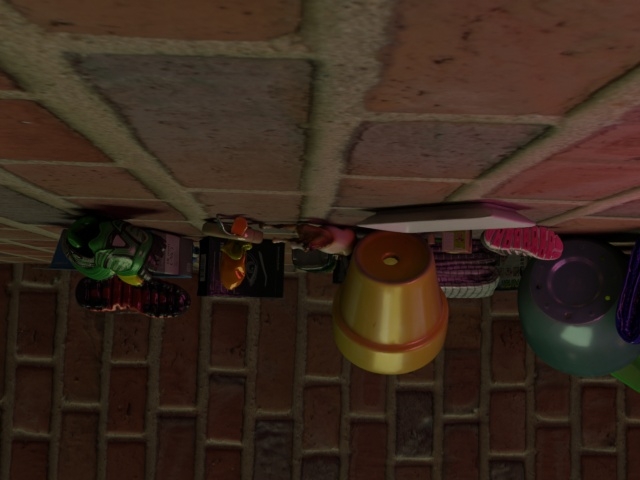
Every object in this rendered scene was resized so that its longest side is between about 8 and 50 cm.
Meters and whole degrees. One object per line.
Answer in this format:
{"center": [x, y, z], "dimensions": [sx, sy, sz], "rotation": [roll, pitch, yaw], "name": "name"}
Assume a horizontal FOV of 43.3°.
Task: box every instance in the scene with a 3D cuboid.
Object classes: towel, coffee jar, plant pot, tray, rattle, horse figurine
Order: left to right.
{"center": [-0.183, 0.024, 1.605], "dimensions": [0.130, 0.142, 0.200], "rotation": [27, 177, -14], "name": "rattle"}
{"center": [-0.012, 0.042, 2.065], "dimensions": [0.096, 0.079, 0.184], "rotation": [-2, 174, 8], "name": "coffee jar"}
{"center": [0.000, 0.000, 1.665], "dimensions": [0.175, 0.066, 0.263], "rotation": [5, 176, 40], "name": "horse figurine"}
{"center": [0.147, 0.112, 1.694], "dimensions": [0.254, 0.254, 0.239], "rotation": [1, 135, 5], "name": "plant pot"}
{"center": [0.290, 0.072, 1.975], "dimensions": [0.284, 0.121, 0.235], "rotation": [0, 169, 7], "name": "towel"}
{"center": [0.206, -0.037, 1.348], "dimensions": [0.270, 0.030, 0.145], "rotation": [-3, 173, 43], "name": "tray"}
{"center": [0.558, 0.124, 1.723], "dimensions": [0.293, 0.292, 0.235], "rotation": [0, 159, 23], "name": "plant pot"}
{"center": [0.686, 0.091, 1.611], "dimensions": [0.076, 0.227, 0.308], "rotation": [22, -170, 41], "name": "towel"}

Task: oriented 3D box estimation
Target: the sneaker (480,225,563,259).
{"center": [0.387, 0.003, 1.573], "dimensions": [0.171, 0.063, 0.075], "rotation": [8, 174, -12], "name": "sneaker"}

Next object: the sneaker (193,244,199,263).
{"center": [-0.374, 0.020, 2.147], "dimensions": [0.053, 0.059, 0.144], "rotation": [35, 176, 31], "name": "sneaker"}

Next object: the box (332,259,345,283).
{"center": [0.139, 0.096, 2.551], "dimensions": [0.156, 0.093, 0.158], "rotation": [4, 174, -22], "name": "box"}

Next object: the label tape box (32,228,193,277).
{"center": [-0.480, 0.028, 1.914], "dimensions": [0.241, 0.105, 0.334], "rotation": [1, 175, 16], "name": "label tape box"}

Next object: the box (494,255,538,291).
{"center": [0.484, 0.071, 2.023], "dimensions": [0.036, 0.114, 0.207], "rotation": [3, 176, -12], "name": "box"}

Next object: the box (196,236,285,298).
{"center": [-0.203, 0.073, 2.071], "dimensions": [0.207, 0.153, 0.108], "rotation": [5, 175, -22], "name": "box"}

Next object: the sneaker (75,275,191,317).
{"center": [-0.449, 0.136, 1.973], "dimensions": [0.276, 0.097, 0.135], "rotation": [5, 175, 1], "name": "sneaker"}

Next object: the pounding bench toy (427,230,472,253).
{"center": [0.257, -0.002, 1.604], "dimensions": [0.083, 0.052, 0.065], "rotation": [0, 175, 16], "name": "pounding bench toy"}

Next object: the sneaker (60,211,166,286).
{"center": [-0.434, -0.006, 1.576], "dimensions": [0.146, 0.134, 0.344], "rotation": [35, 160, -32], "name": "sneaker"}

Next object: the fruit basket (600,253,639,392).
{"center": [0.793, 0.154, 1.957], "dimensions": [0.283, 0.391, 0.392], "rotation": [5, 174, -23], "name": "fruit basket"}

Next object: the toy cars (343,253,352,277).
{"center": [0.109, 0.087, 2.095], "dimensions": [0.087, 0.176, 0.393], "rotation": [-15, 174, 2], "name": "toy cars"}
